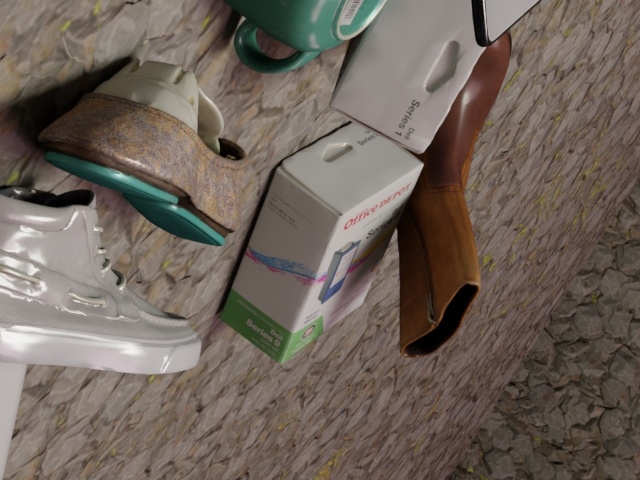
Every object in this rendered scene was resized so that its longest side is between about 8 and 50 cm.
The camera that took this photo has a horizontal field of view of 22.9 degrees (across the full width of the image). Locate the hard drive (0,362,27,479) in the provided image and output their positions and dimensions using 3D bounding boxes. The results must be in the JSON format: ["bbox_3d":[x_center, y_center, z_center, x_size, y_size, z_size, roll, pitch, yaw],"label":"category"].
[{"bbox_3d":[-0.332,0.203,1.215,0.233,0.047,0.353,-37,158,-42],"label":"hard drive"}]

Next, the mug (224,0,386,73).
[{"bbox_3d":[-0.001,-0.201,1.200,0.129,0.097,0.158,-46,162,-22],"label":"mug"}]

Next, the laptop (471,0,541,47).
[{"bbox_3d":[0.275,-0.384,1.113,0.382,0.236,0.408,-42,134,-47],"label":"laptop"}]

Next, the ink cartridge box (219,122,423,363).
[{"bbox_3d":[0.000,0.000,1.616,0.154,0.093,0.212,-33,152,-47],"label":"ink cartridge box"}]

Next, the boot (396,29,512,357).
[{"bbox_3d":[0.128,-0.060,1.602,0.280,0.096,0.264,-90,-155,-42],"label":"boot"}]

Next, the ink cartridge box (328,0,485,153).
[{"bbox_3d":[0.089,-0.193,1.333,0.160,0.092,0.219,-61,-175,25],"label":"ink cartridge box"}]

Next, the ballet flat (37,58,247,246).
[{"bbox_3d":[-0.123,-0.074,1.169,0.316,0.107,0.106,46,61,-78],"label":"ballet flat"}]

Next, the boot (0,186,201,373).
[{"bbox_3d":[-0.167,0.026,1.132,0.258,0.095,0.123,11,90,-58],"label":"boot"}]
